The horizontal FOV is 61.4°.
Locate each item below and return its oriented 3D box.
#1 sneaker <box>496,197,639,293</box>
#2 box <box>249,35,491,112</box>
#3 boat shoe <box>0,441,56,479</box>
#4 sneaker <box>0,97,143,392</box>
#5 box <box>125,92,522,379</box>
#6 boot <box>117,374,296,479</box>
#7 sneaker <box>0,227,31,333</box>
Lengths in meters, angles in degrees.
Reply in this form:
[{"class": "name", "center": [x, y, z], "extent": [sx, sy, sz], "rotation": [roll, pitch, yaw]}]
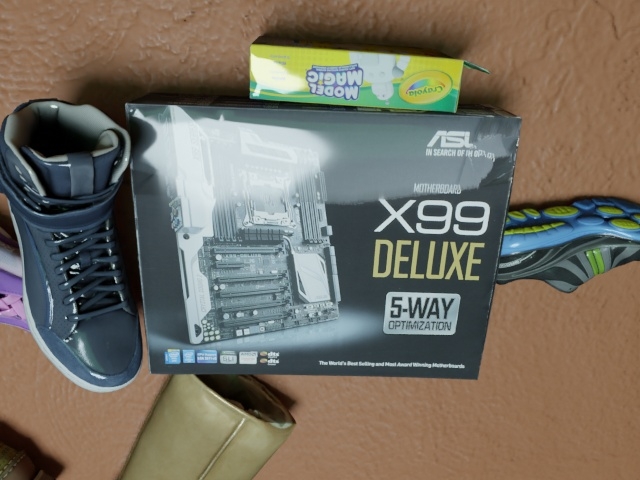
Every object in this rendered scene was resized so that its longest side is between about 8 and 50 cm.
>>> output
[{"class": "sneaker", "center": [0.247, 0.008, 0.515], "extent": [0.188, 0.067, 0.078], "rotation": [-5, 126, -2]}, {"class": "box", "center": [0.036, -0.136, 0.435], "extent": [0.179, 0.105, 0.043], "rotation": [1, 114, -3]}, {"class": "boat shoe", "center": [-0.419, 0.324, 0.563], "extent": [0.307, 0.111, 0.104], "rotation": [-43, 100, 0]}, {"class": "sneaker", "center": [-0.183, 0.005, 0.410], "extent": [0.086, 0.163, 0.226], "rotation": [-19, 85, -36]}, {"class": "box", "center": [0.000, 0.000, 0.481], "extent": [0.307, 0.076, 0.243], "rotation": [2, 112, -2]}, {"class": "boot", "center": [-0.111, 0.283, 0.565], "extent": [0.236, 0.089, 0.270], "rotation": [34, 101, -11]}, {"class": "sneaker", "center": [-0.290, 0.040, 0.478], "extent": [0.236, 0.104, 0.095], "rotation": [33, 101, -12]}]
